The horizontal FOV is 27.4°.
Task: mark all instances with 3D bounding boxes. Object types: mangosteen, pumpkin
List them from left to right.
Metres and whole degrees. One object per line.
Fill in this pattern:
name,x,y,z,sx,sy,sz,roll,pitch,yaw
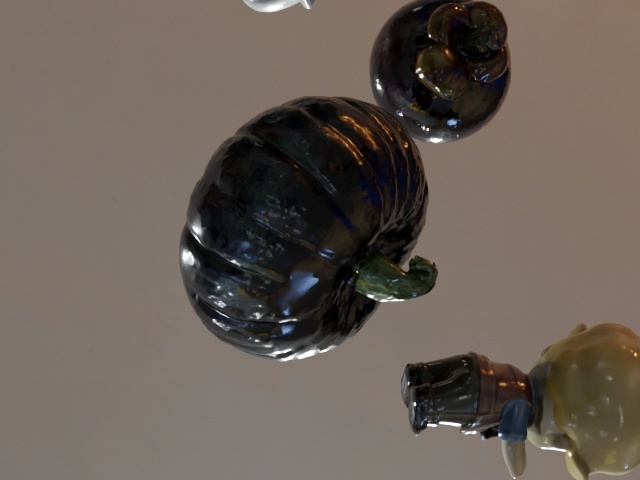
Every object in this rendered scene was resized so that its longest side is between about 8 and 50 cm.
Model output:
pumpkin,-0.010,-0.007,0.887,0.194,0.194,0.150,-26,-133,-4
mangosteen,0.106,-0.147,1.083,0.140,0.140,0.140,0,-95,-2

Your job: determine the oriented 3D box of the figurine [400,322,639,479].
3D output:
figurine,0.162,0.124,0.982,0.195,0.114,0.108,-4,-69,-6

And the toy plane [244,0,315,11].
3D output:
toy plane,0.001,-0.269,0.859,0.118,0.252,0.252,21,-96,18
